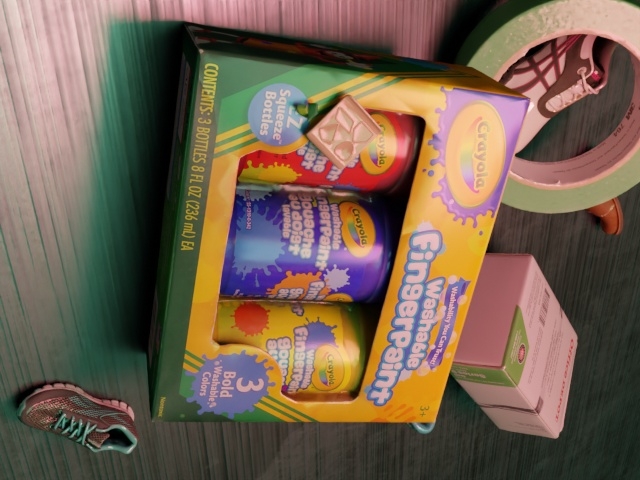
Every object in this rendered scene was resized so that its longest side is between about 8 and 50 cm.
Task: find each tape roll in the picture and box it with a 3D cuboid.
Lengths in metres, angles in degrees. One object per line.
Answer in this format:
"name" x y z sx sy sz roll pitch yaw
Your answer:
"tape roll" 0.340 -0.193 1.062 0.322 0.077 0.321 1 124 1

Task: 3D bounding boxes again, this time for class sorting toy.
"sorting toy" 0.015 -0.119 0.763 0.062 0.012 0.083 -42 119 9

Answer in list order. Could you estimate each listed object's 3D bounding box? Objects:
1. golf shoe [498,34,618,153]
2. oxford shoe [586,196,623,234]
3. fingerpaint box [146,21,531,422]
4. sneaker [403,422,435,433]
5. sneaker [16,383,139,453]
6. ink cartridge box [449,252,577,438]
"golf shoe" 0.351 -0.239 1.128 0.105 0.120 0.272 22 102 -43
"oxford shoe" 0.505 -0.078 1.376 0.076 0.076 0.212 -22 135 14
"fingerpaint box" 0.000 0.000 0.910 0.371 0.163 0.444 5 113 -18
"sneaker" 0.164 0.199 1.246 0.107 0.110 0.275 -19 124 -26
"sneaker" -0.298 0.231 0.953 0.167 0.076 0.065 22 100 -41
"ink cartridge box" 0.333 0.186 1.299 0.289 0.122 0.211 49 52 -42
